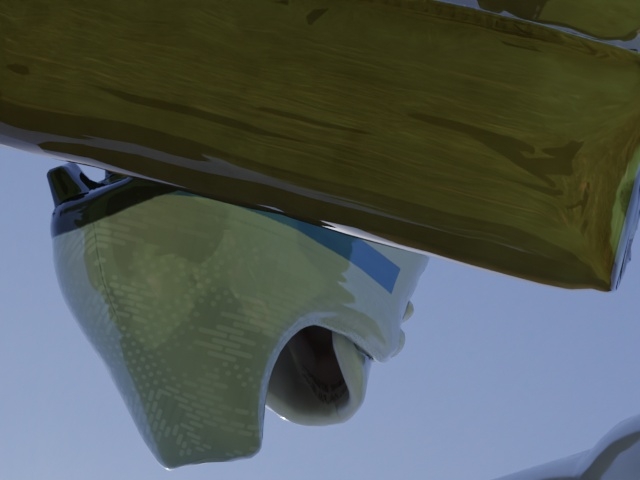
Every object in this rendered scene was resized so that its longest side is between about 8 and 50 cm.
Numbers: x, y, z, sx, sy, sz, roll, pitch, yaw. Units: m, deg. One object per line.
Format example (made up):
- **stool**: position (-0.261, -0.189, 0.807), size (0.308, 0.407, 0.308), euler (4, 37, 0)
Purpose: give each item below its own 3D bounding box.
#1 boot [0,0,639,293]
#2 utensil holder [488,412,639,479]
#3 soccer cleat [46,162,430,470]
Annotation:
- **boot**: position (-0.049, -0.033, 0.426), size (0.269, 0.089, 0.236), euler (14, -137, 11)
- **utensil holder**: position (0.001, 0.263, 0.540), size (0.385, 0.327, 0.328), euler (-20, -109, 20)
- **soccer cleat**: position (0.000, 0.000, 0.718), size (0.331, 0.116, 0.143), euler (-27, -80, -57)
